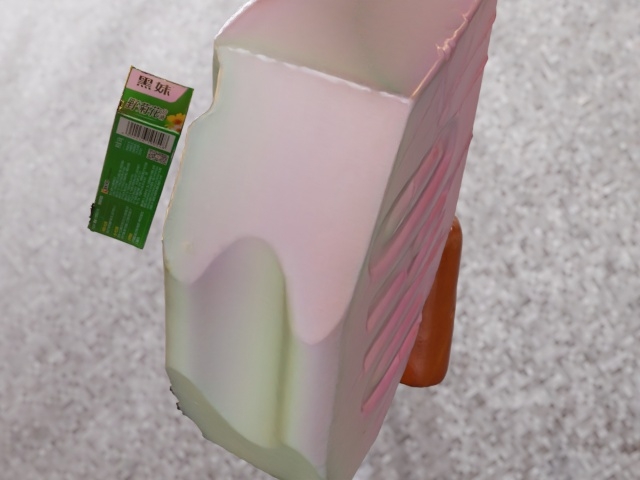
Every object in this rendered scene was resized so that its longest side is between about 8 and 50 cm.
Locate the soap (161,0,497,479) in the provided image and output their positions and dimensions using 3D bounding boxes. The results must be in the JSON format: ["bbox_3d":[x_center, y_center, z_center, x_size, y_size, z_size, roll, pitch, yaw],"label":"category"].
[{"bbox_3d":[0.000,0.000,0.869,0.109,0.324,0.193,24,51,13],"label":"soap"}]

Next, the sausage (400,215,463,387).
[{"bbox_3d":[0.068,0.036,1.045,0.041,0.131,0.039,25,37,32],"label":"sausage"}]

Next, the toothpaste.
[{"bbox_3d":[-0.119,-0.050,1.033,0.178,0.043,0.037,120,166,-63],"label":"toothpaste"}]
